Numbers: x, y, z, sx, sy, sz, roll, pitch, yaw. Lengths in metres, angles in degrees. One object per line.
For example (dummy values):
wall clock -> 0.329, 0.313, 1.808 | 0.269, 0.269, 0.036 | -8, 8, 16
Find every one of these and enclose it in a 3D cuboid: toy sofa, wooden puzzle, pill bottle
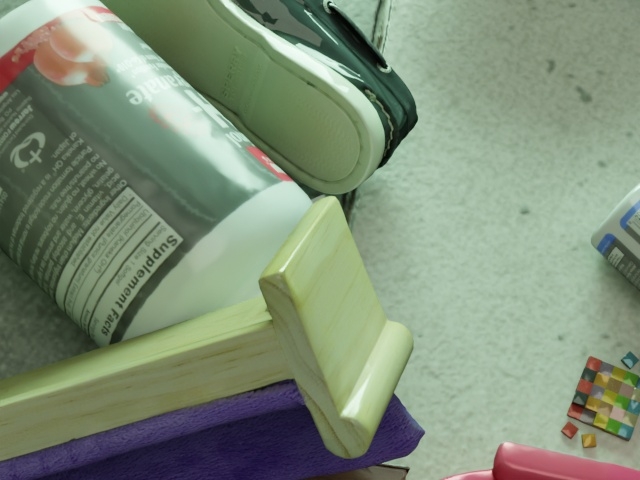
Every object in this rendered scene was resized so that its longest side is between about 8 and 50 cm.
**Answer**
toy sofa -> -0.127, 0.121, 1.112 | 0.363, 0.150, 0.177 | -18, 103, 18
wooden puzzle -> 0.211, 0.116, 1.322 | 0.049, 0.006, 0.083 | 22, 68, 4
pill bottle -> -0.115, -0.012, 1.254 | 0.318, 0.176, 0.176 | 43, 71, 12
pill bottle -> 0.273, 0.020, 1.327 | 0.078, 0.078, 0.137 | -41, 77, -18

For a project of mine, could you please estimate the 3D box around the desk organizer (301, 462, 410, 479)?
desk organizer -> -0.007, 0.177, 1.258 | 0.130, 0.047, 0.050 | 9, 70, -1

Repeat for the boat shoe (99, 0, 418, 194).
boat shoe -> -0.060, -0.176, 1.363 | 0.340, 0.127, 0.113 | 38, 41, 18

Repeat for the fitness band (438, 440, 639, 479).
fitness band -> 0.176, 0.244, 1.198 | 0.291, 0.054, 0.209 | 13, 49, 3

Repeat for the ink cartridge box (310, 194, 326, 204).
ink cartridge box -> 0.000, 0.000, 1.327 | 0.028, 0.048, 0.083 | -23, 73, -13
